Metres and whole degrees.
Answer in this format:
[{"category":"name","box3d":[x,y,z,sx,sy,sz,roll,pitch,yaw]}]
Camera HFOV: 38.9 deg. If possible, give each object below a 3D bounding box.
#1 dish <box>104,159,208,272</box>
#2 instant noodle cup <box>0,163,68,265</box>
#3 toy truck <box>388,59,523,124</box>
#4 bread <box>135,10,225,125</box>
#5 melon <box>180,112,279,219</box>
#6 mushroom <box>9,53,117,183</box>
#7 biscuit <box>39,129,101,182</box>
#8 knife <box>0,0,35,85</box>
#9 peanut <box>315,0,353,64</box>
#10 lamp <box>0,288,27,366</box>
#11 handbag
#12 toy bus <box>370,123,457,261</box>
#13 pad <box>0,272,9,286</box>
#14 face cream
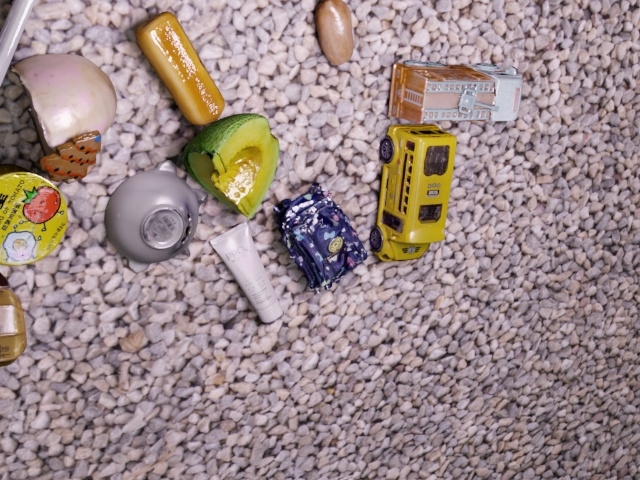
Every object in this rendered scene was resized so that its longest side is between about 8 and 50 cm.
[{"category":"dish","box3d":[-0.327,-0.039,1.894,0.227,0.086,0.237,-13,115,-23]},{"category":"instant noodle cup","box3d":[-0.585,-0.061,1.717,0.182,0.144,0.182,-11,114,-25]},{"category":"toy truck","box3d":[0.320,-0.332,2.071,0.305,0.162,0.136,-5,111,-26]},{"category":"bread","box3d":[-0.280,-0.338,1.808,0.092,0.074,0.239,-46,126,-24]},{"category":"melon","box3d":[-0.185,-0.186,1.886,0.169,0.129,0.265,-56,154,-17]},{"category":"mushroom","box3d":[-0.451,-0.235,1.707,0.173,0.162,0.236,-23,120,-16]},{"category":"biscuit","box3d":[-0.448,-0.153,1.661,0.130,0.019,0.119,-43,158,16]},{"category":"knife","box3d":[-0.586,-0.332,1.654,0.040,0.073,0.266,23,96,-24]},{"category":"peanut","box3d":[0.031,-0.446,1.929,0.076,0.076,0.152,-23,123,-18]},{"category":"lamp","box3d":[-0.673,0.174,1.757,0.185,0.161,0.161,-5,112,-26]},{"category":"handbag","box3d":[0.000,0.000,2.067,0.162,0.113,0.260,-33,129,-5]},{"category":"toy bus","box3d":[0.219,-0.099,2.118,0.145,0.151,0.331,-6,111,-28]},{"category":"pad","box3d":[-0.702,-0.002,1.672,0.267,0.181,0.004,53,50,-31]},{"category":"face cream","box3d":[-0.156,0.078,2.053,0.092,0.058,0.244,-30,114,-9]}]
